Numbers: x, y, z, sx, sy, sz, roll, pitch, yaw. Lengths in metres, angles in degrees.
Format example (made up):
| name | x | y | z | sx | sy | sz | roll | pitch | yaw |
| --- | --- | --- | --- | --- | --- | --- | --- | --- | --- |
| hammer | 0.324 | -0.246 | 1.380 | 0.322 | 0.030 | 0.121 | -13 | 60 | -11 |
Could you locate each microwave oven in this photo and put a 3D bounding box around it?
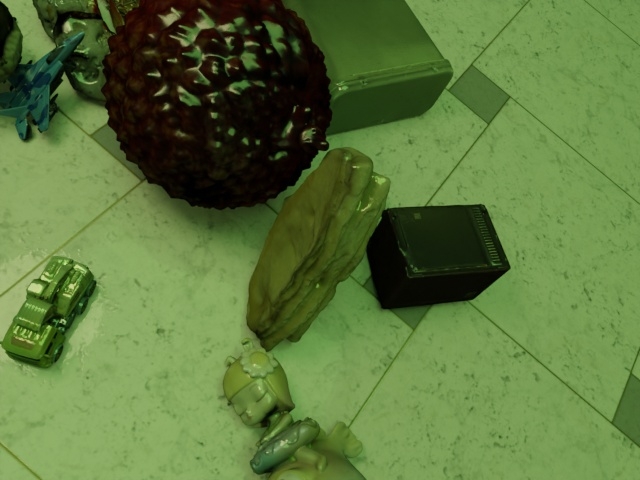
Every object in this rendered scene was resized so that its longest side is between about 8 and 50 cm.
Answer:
| name | x | y | z | sx | sy | sz | roll | pitch | yaw |
| --- | --- | --- | --- | --- | --- | --- | --- | --- | --- |
| microwave oven | 0.240 | 0.035 | 1.085 | 0.248 | 0.188 | 0.177 | -4 | 64 | -15 |

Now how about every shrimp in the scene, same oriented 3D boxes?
| name | x | y | z | sx | sy | sz | roll | pitch | yaw |
| --- | --- | --- | --- | --- | --- | --- | --- | --- | --- |
| shrimp | -0.422 | -0.505 | 1.169 | 0.267 | 0.061 | 0.145 | 39 | 71 | -1 |

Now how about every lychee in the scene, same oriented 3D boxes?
| name | x | y | z | sx | sy | sz | roll | pitch | yaw |
| --- | --- | --- | --- | --- | --- | --- | --- | --- | --- |
| lychee | -0.169 | -0.256 | 0.934 | 0.500 | 0.424 | 0.425 | 32 | 59 | 26 |

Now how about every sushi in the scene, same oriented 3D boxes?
| name | x | y | z | sx | sy | sz | roll | pitch | yaw |
| --- | --- | --- | --- | --- | --- | --- | --- | --- | --- |
| sushi | -0.520 | -0.445 | 1.072 | 0.130 | 0.124 | 0.331 | -17 | 76 | -31 |

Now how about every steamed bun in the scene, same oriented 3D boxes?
| name | x | y | z | sx | sy | sz | roll | pitch | yaw |
| --- | --- | --- | --- | --- | --- | --- | --- | --- | --- |
| steamed bun | 0.000 | 0.000 | 0.950 | 0.190 | 0.427 | 0.247 | 9 | 34 | -33 |

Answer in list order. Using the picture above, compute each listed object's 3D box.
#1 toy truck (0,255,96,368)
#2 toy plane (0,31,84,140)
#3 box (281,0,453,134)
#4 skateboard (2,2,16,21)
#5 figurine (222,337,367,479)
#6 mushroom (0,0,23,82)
| name | x | y | z | sx | sy | sz | roll | pitch | yaw |
| --- | --- | --- | --- | --- | --- | --- | --- | --- | --- |
| toy truck | -0.464 | 0.114 | 0.860 | 0.085 | 0.116 | 0.191 | 21 | 63 | -7 |
| toy plane | -0.539 | -0.318 | 0.982 | 0.246 | 0.078 | 0.169 | -39 | 81 | 7 |
| box | 0.096 | -0.479 | 1.260 | 0.352 | 0.177 | 0.343 | -18 | 73 | -23 |
| skateboard | -0.725 | -0.496 | 1.069 | 0.151 | 0.067 | 0.080 | 42 | 71 | -2 |
| figurine | -0.046 | 0.353 | 0.886 | 0.275 | 0.226 | 0.394 | -5 | 54 | -52 |
| mushroom | -0.713 | -0.366 | 0.942 | 0.345 | 0.130 | 0.247 | 2 | 72 | 10 |
